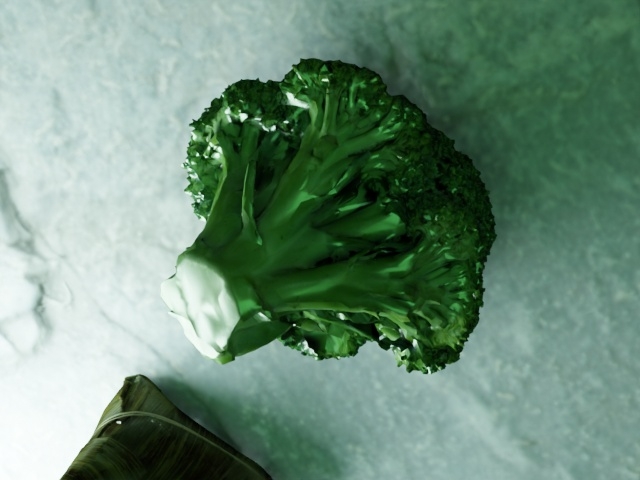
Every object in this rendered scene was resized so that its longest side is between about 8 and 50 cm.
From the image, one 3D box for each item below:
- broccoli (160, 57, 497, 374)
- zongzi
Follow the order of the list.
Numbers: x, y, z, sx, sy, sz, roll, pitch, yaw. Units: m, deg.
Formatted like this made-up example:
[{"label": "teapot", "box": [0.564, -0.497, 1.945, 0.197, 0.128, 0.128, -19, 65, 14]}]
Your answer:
[{"label": "broccoli", "box": [0.000, 0.000, 1.031, 0.269, 0.242, 0.261, 46, 136, 23]}, {"label": "zongzi", "box": [-0.118, 0.213, 1.144, 0.187, 0.184, 0.084, 34, 108, -3]}]
